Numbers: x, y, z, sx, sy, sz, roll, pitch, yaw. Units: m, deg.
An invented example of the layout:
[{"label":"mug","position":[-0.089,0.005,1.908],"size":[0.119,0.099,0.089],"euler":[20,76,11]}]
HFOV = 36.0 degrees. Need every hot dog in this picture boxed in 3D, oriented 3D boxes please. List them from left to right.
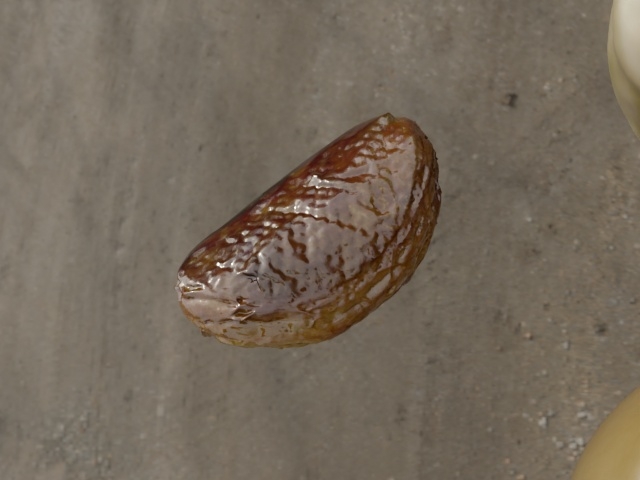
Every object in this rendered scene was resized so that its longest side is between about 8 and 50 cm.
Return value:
[{"label":"hot dog","position":[-0.002,-0.003,0.749],"size":[0.227,0.099,0.160],"euler":[-40,27,-2]}]

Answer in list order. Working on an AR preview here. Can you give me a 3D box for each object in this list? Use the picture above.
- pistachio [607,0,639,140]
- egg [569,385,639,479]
[{"label":"pistachio","position":[0.459,-0.273,0.997],"size":[0.365,0.281,0.445],"euler":[-108,36,-54]},{"label":"egg","position":[0.319,0.229,0.643],"size":[0.301,0.374,0.301],"euler":[-25,44,27]}]
